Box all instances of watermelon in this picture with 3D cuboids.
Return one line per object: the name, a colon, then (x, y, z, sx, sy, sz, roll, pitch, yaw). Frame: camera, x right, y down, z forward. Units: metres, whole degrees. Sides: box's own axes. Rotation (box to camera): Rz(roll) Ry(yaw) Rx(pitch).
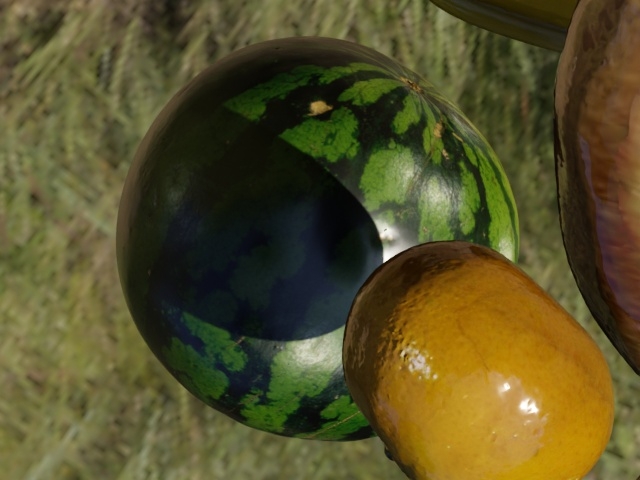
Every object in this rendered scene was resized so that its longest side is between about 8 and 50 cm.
watermelon: (0.000, 0.000, 1.380, 0.285, 0.285, 0.285, 17, 136, 16)

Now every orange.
orange: (0.081, 0.074, 1.056, 0.156, 0.124, 0.156, 40, -177, -2)

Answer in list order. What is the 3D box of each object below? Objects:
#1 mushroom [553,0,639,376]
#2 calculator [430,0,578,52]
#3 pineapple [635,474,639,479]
mushroom: (0.205, -0.048, 0.693, 0.278, 0.146, 0.278, -11, 122, -17)
calculator: (0.126, -0.145, 0.934, 0.235, 0.146, 0.032, 20, 146, 22)
pineapple: (0.124, 0.118, 0.418, 0.128, 0.128, 0.248, 12, 155, 21)
